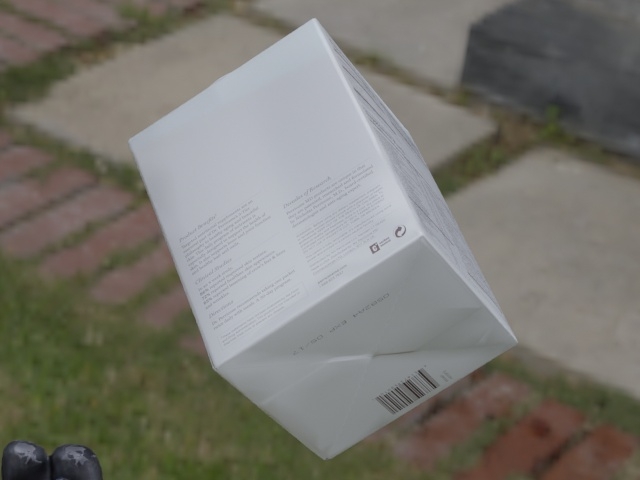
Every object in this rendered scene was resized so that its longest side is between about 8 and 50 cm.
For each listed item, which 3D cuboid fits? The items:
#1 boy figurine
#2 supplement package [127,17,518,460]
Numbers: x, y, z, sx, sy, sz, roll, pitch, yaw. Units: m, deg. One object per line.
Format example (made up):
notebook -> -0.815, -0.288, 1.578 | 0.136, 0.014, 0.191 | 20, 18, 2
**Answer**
boy figurine -> -0.281, 0.275, 1.668 | 0.177, 0.092, 0.285 | 4, 25, 16
supplement package -> 0.000, 0.000, 1.676 | 0.199, 0.198, 0.262 | -33, 50, 10
